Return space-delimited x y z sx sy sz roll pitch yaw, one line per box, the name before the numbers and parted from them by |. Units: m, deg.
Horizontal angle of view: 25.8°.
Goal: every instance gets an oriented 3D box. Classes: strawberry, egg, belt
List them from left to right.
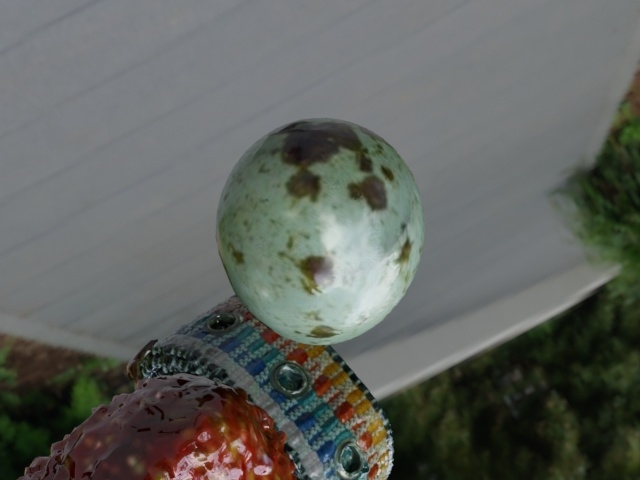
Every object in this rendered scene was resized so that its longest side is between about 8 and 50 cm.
strawberry | -0.133 0.233 1.063 0.292 0.292 0.343 -12 125 -58
belt | -0.043 0.188 1.456 0.160 0.295 0.206 -33 151 -40
egg | 0.000 0.000 1.141 0.169 0.169 0.231 -26 149 -15
